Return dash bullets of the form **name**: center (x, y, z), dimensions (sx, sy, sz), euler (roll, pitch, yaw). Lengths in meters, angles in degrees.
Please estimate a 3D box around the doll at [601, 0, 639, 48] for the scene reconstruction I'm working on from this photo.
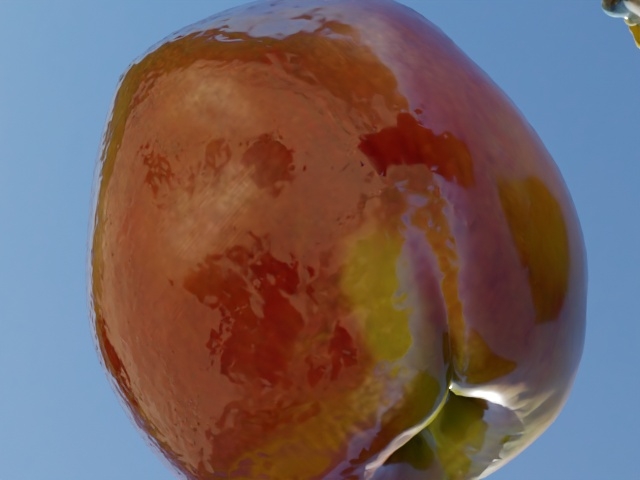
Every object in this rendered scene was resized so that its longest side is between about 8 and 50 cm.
- **doll**: center (0.172, -0.214, 0.777), dimensions (0.314, 0.177, 0.141), euler (75, -7, -49)

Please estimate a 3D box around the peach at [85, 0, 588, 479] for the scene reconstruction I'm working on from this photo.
- **peach**: center (0.000, 0.000, 1.020), dimensions (0.308, 0.308, 0.332), euler (-53, -136, 33)
